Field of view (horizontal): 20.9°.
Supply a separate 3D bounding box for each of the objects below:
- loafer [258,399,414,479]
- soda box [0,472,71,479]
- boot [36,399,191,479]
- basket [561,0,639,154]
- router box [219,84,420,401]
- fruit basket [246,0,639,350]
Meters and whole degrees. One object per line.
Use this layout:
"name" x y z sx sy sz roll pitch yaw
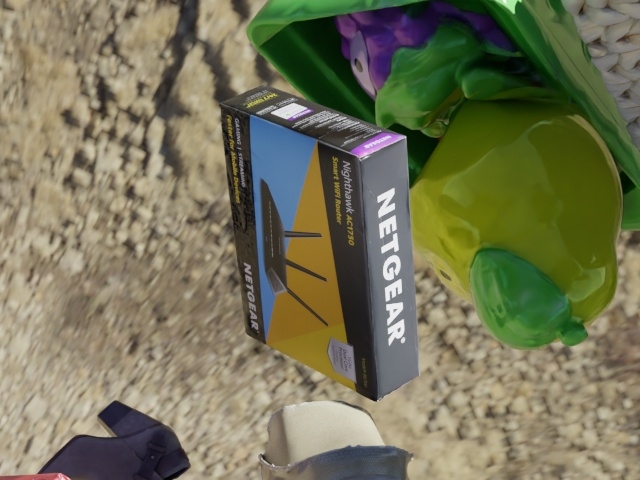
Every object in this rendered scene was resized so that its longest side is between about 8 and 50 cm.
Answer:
"loafer" 0.001 0.156 1.198 0.102 0.268 0.092 -4 81 -11
"soda box" -0.261 0.222 1.199 0.092 0.263 0.083 -49 117 -40
"boot" -0.167 0.190 1.404 0.087 0.042 0.118 44 81 9
"basket" 0.415 -0.184 1.281 0.331 0.328 0.266 -45 118 -24
"router box" 0.000 0.000 1.131 0.046 0.133 0.179 -28 125 -35
"fruit basket" 0.130 -0.074 1.437 0.392 0.283 0.392 3 87 -56
